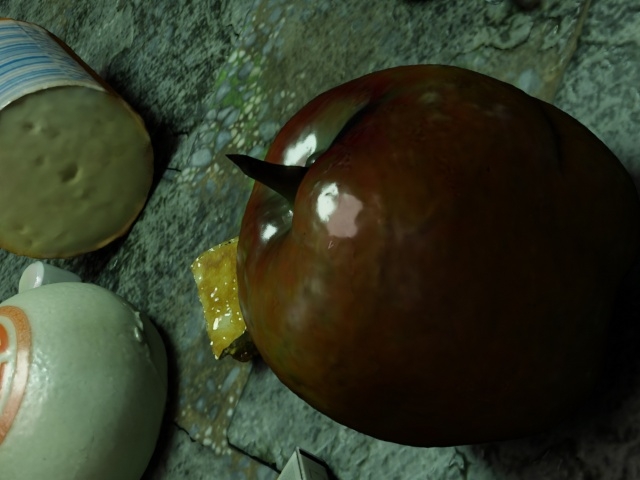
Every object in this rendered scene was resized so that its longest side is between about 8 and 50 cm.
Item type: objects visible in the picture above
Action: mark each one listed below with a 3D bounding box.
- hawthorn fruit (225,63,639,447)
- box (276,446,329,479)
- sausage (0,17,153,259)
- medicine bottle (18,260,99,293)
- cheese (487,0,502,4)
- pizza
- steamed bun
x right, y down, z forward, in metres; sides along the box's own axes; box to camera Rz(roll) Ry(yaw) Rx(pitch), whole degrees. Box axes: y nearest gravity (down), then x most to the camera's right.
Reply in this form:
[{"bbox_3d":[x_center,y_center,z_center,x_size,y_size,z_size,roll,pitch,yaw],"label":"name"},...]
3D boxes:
[{"bbox_3d":[0.061,0.008,0.787,0.267,0.301,0.268,-30,50,45],"label":"hawthorn fruit"},{"bbox_3d":[-0.028,0.258,0.880,0.129,0.033,0.247,-60,8,5],"label":"box"},{"bbox_3d":[-0.359,-0.132,1.405,0.233,0.233,0.287,-59,40,8],"label":"sausage"},{"bbox_3d":[-0.311,0.061,1.357,0.052,0.089,0.052,-25,54,39],"label":"medicine bottle"},{"bbox_3d":[0.099,-0.277,1.077,0.163,0.070,0.249,-40,46,29],"label":"cheese"},{"bbox_3d":[-0.069,0.056,1.112,0.175,0.046,0.134,17,81,48],"label":"pizza"},{"bbox_3d":[-0.304,0.174,1.219,0.283,0.177,0.283,-25,54,39],"label":"steamed bun"}]
